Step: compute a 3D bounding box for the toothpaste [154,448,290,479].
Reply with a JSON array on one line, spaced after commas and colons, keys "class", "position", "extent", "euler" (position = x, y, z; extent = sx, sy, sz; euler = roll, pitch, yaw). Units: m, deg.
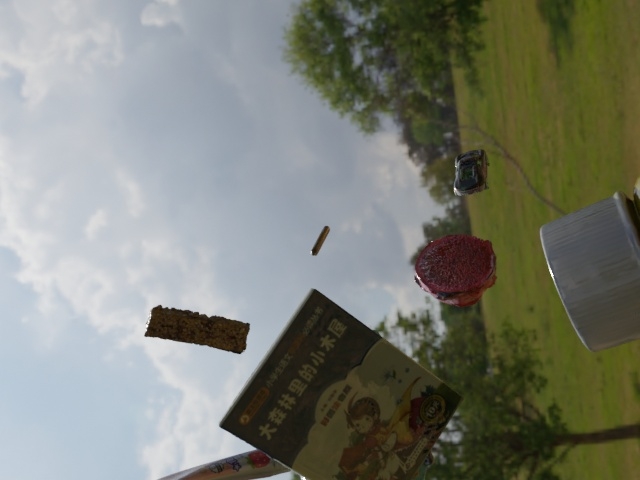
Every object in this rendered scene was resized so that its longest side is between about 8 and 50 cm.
[{"class": "toothpaste", "position": [-0.136, 0.323, 1.205], "extent": [0.067, 0.195, 0.042], "euler": [-15, 81, 64]}]

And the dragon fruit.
[{"class": "dragon fruit", "position": [0.250, 0.077, 1.549], "extent": [0.153, 0.153, 0.111], "euler": [-83, -22, -46]}]

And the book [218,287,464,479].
[{"class": "book", "position": [0.040, 0.242, 1.217], "extent": [0.322, 0.228, 0.018], "euler": [37, 174, -27]}]

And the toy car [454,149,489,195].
[{"class": "toy car", "position": [0.309, -0.145, 1.774], "extent": [0.142, 0.069, 0.055], "euler": [-77, -32, -47]}]

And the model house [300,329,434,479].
[{"class": "model house", "position": [0.080, 0.320, 1.598], "extent": [0.280, 0.230, 0.248], "euler": [-126, 40, -59]}]

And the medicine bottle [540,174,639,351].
[{"class": "medicine bottle", "position": [0.496, -0.005, 1.090], "extent": [0.224, 0.384, 0.224], "euler": [51, -154, -36]}]

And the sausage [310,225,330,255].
[{"class": "sausage", "position": [0.000, 0.000, 1.561], "extent": [0.100, 0.015, 0.015], "euler": [-63, -35, -54]}]

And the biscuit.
[{"class": "biscuit", "position": [-0.234, 0.171, 1.646], "extent": [0.034, 0.199, 0.064], "euler": [-118, 43, -68]}]
